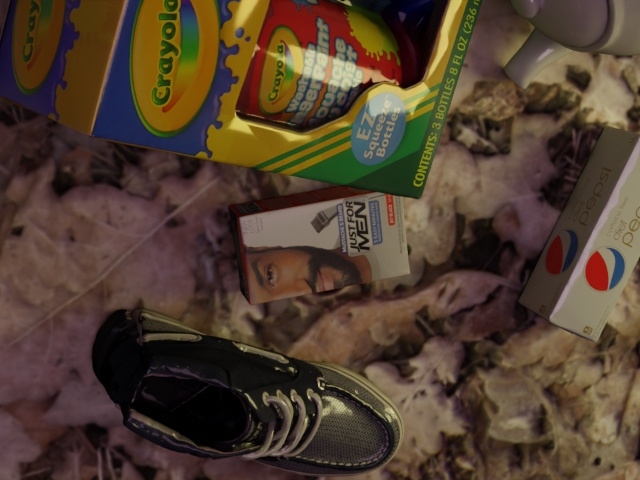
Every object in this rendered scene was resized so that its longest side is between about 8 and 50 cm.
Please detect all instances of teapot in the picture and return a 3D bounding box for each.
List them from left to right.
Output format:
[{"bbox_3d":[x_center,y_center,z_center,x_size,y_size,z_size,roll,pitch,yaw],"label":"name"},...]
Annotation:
[{"bbox_3d":[0.249,-0.265,0.992,0.187,0.252,0.256,-34,116,-14],"label":"teapot"}]

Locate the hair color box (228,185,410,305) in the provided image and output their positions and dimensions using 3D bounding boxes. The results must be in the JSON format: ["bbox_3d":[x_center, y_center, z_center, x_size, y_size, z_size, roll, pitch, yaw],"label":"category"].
[{"bbox_3d":[0.000,0.000,1.090,0.167,0.053,0.093,-11,107,-13],"label":"hair color box"}]

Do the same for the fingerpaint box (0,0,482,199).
[{"bbox_3d":[-0.018,-0.281,0.879,0.371,0.163,0.445,8,102,-46],"label":"fingerpaint box"}]

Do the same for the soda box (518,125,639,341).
[{"bbox_3d":[0.297,-0.008,1.167,0.069,0.074,0.216,23,96,-21],"label":"soda box"}]

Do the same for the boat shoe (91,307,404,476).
[{"bbox_3d":[-0.052,0.174,1.060,0.340,0.158,0.127,19,97,-20],"label":"boat shoe"}]
